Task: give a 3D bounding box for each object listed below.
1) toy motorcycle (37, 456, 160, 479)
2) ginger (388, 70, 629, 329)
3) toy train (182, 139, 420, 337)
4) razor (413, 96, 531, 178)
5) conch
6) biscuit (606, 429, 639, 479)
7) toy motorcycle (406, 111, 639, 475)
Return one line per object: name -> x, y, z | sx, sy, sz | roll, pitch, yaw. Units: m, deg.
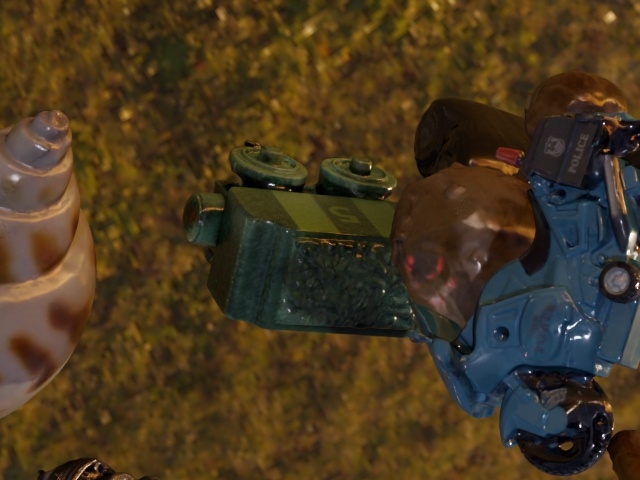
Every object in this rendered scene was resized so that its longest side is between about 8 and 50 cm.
toy motorcycle -> -0.111, 0.229, 0.801 | 0.091, 0.263, 0.157 | -19, 125, 35
ginger -> 0.219, -0.017, 1.584 | 0.304, 0.244, 0.155 | -44, 175, -28
toy train -> 0.000, 0.000, 1.935 | 0.299, 0.238, 0.167 | 3, 113, -23
razor -> 0.268, -0.047, 1.896 | 0.349, 0.204, 0.113 | 20, 113, -23
conch -> -0.234, 0.025, 1.109 | 0.182, 0.149, 0.275 | 13, 106, -37
biscuit -> 0.255, 0.217, 1.152 | 0.036, 0.212, 0.212 | -31, 145, 8
toy motorcycle -> 0.167, 0.028, 1.277 | 0.123, 0.182, 0.272 | 22, 86, -57
